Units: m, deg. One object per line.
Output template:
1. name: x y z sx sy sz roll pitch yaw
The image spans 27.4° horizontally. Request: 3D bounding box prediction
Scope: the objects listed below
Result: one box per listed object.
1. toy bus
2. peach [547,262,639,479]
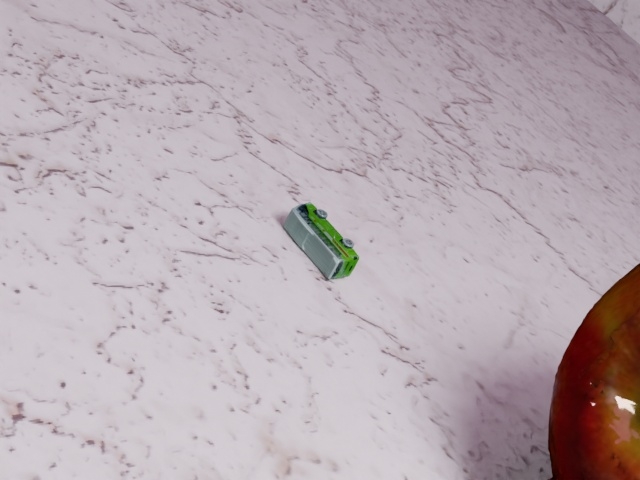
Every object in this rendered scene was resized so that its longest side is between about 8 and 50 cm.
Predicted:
1. toy bus: 0.000 0.000 1.252 0.037 0.031 0.083 -11 49 -44
2. peach: 0.383 0.155 1.074 0.417 0.339 0.353 16 30 -42
